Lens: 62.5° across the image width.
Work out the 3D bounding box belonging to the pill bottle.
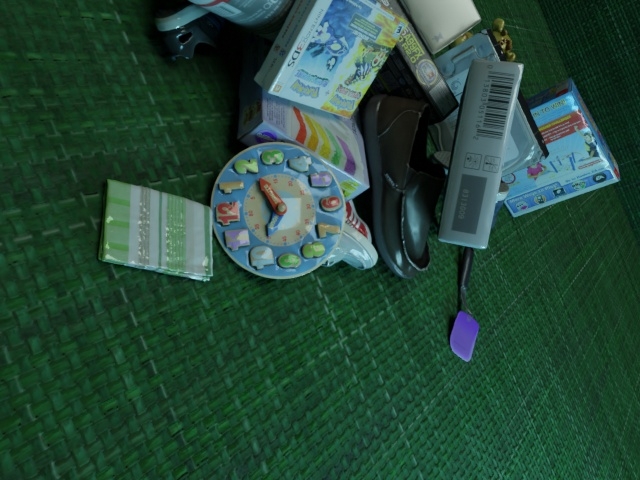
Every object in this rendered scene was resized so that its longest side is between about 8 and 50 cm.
[{"bbox_3d":[-0.066,-0.392,0.801,0.283,0.161,0.161,3,71,-52],"label":"pill bottle"}]

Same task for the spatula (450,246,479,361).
[{"bbox_3d":[0.335,0.126,1.215,0.084,0.030,0.296,36,50,-30],"label":"spatula"}]

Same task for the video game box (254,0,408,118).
[{"bbox_3d":[0.021,-0.296,0.819,0.205,0.187,0.048,1,42,-50],"label":"video game box"}]

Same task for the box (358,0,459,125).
[{"bbox_3d":[0.125,-0.342,1.054,0.060,0.216,0.270,-43,107,-19],"label":"box"}]

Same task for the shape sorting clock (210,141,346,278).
[{"bbox_3d":[-0.060,-0.046,0.785,0.206,0.040,0.206,1,85,-12],"label":"shape sorting clock"}]

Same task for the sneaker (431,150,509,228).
[{"bbox_3d":[0.346,-0.111,1.301,0.086,0.163,0.226,-22,47,-25],"label":"sneaker"}]

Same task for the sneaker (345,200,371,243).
[{"bbox_3d":[0.046,-0.032,0.959,0.067,0.042,0.118,-22,82,-54],"label":"sneaker"}]

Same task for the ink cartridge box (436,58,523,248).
[{"bbox_3d":[0.300,-0.149,1.045,0.385,0.091,0.308,-11,111,-77],"label":"ink cartridge box"}]

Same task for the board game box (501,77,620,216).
[{"bbox_3d":[0.620,-0.247,1.488,0.302,0.308,0.086,50,42,-21],"label":"board game box"}]

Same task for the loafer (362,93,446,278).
[{"bbox_3d":[0.170,-0.096,1.004,0.134,0.130,0.366,-37,121,-53],"label":"loafer"}]

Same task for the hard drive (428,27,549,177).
[{"bbox_3d":[0.383,-0.311,1.309,0.064,0.237,0.339,-33,99,-50],"label":"hard drive"}]

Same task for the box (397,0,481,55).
[{"bbox_3d":[0.189,-0.453,1.108,0.121,0.311,0.148,-35,105,-4],"label":"box"}]

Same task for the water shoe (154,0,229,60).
[{"bbox_3d":[-0.187,-0.341,0.839,0.203,0.073,0.080,-51,139,-48],"label":"water shoe"}]

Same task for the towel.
[{"bbox_3d":[-0.210,-0.011,0.687,0.152,0.023,0.113,15,60,-41],"label":"towel"}]

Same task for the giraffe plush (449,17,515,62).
[{"bbox_3d":[0.510,-0.588,1.627,0.181,0.170,0.210,51,43,-19],"label":"giraffe plush"}]

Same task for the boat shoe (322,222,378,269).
[{"bbox_3d":[0.000,0.000,0.878,0.227,0.079,0.081,36,68,-28],"label":"boat shoe"}]

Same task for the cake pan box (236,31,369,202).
[{"bbox_3d":[-0.027,-0.227,0.927,0.245,0.070,0.267,30,44,-38],"label":"cake pan box"}]
